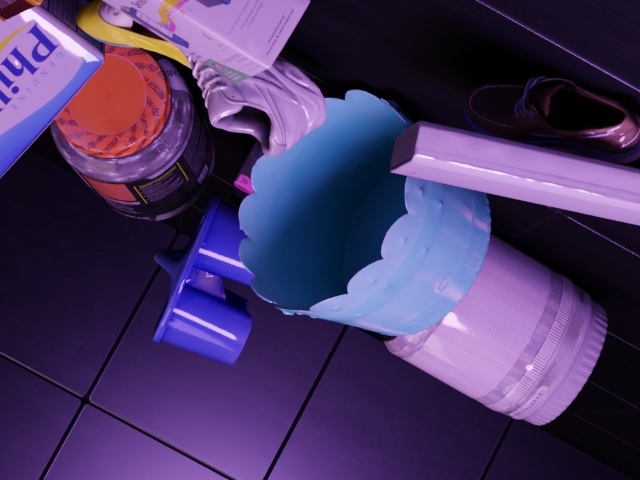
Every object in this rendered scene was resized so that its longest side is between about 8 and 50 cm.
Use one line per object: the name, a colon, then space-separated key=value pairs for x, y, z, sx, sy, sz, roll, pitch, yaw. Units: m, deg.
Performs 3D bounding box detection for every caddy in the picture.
caddy: x=-0.177 y=0.053 z=2.230 sx=0.179 sy=0.241 sz=0.341 roll=22 pitch=-178 yaw=-6

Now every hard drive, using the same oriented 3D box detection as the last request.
hard drive: x=0.230 y=-0.058 z=1.385 sx=0.307 sy=0.040 sz=0.203 roll=12 pitch=179 yaw=-3

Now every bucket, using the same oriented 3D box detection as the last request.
bucket: x=0.056 y=-0.023 z=1.717 sx=0.183 sy=0.281 sz=0.281 roll=26 pitch=175 yaw=-43

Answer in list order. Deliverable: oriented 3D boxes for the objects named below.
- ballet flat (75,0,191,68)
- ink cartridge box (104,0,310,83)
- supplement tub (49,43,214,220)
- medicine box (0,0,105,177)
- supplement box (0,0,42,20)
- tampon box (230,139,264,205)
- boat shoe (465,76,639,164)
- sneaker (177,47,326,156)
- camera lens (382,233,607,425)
ballet flat: x=-0.206 y=-0.272 z=1.769 sx=0.231 sy=0.077 sz=0.077 roll=22 pitch=148 yaw=19
ink cartridge box: x=-0.139 y=-0.264 z=1.514 sx=0.212 sy=0.093 sz=0.154 roll=33 pitch=170 yaw=-15
supplement tub: x=-0.277 y=-0.162 z=2.110 sx=0.207 sy=0.207 sz=0.338 roll=27 pitch=170 yaw=9
medicine box: x=-0.470 y=-0.256 z=1.852 sx=0.289 sy=0.263 sz=0.149 roll=36 pitch=-160 yaw=-26
supplement box: x=-0.386 y=-0.359 z=1.602 sx=0.191 sy=0.129 sz=0.194 roll=32 pitch=170 yaw=-22
tampon box: x=-0.062 y=-0.089 z=2.192 sx=0.120 sy=0.101 sz=0.161 roll=28 pitch=171 yaw=-1
boat shoe: x=0.217 y=-0.124 z=1.345 sx=0.183 sy=0.066 sz=0.066 roll=12 pitch=159 yaw=27
sneaker: x=-0.106 y=-0.189 z=1.646 sx=0.232 sy=0.115 sz=0.090 roll=39 pitch=145 yaw=3
camera lens: x=0.241 y=0.114 z=2.044 sx=0.274 sy=0.219 sz=0.219 roll=30 pitch=171 yaw=-8
